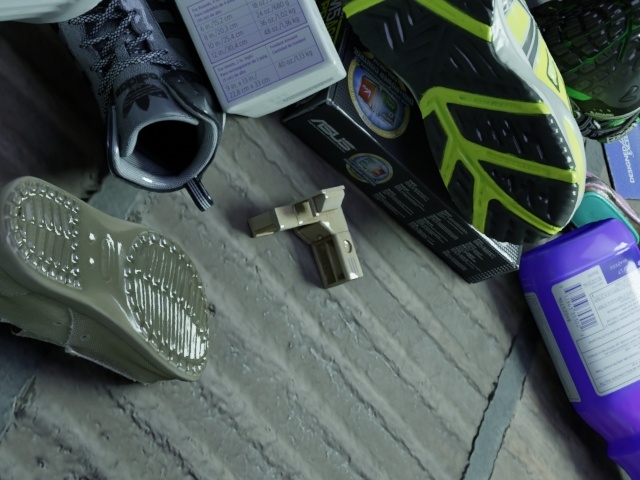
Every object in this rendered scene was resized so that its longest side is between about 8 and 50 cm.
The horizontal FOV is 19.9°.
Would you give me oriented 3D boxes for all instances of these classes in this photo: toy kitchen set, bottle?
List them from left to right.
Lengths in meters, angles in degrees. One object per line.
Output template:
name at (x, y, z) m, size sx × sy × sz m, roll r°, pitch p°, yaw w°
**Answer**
toy kitchen set at (0.000, 0.000, 1.514) m, size 0.083 × 0.068 × 0.075 m, roll -13°, pitch 83°, yaw -50°
bottle at (0.291, 0.124, 1.752) m, size 0.118 × 0.092 × 0.283 m, roll -25°, pitch 92°, yaw -16°

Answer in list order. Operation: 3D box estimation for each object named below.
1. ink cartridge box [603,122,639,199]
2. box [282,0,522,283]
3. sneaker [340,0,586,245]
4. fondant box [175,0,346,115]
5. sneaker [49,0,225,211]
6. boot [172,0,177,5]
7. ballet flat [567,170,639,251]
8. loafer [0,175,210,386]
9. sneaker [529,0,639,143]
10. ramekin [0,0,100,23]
ink cartridge box at (0.412, -0.189, 2.062) m, size 0.307 × 0.072 × 0.304 m, roll 4°, pitch 71°, yaw -49°
box at (0.096, -0.122, 1.683) m, size 0.270 × 0.060 × 0.216 m, roll 40°, pitch 47°, yaw -30°
sneaker at (0.121, -0.181, 1.612) m, size 0.385 × 0.145 × 0.147 m, roll 70°, pitch 19°, yaw -2°
fondant box at (-0.088, -0.264, 1.426) m, size 0.238 × 0.096 × 0.330 m, roll -53°, pitch 118°, yaw -86°
sneaker at (-0.143, -0.142, 1.329) m, size 0.269 × 0.101 × 0.153 m, roll 58°, pitch 7°, yaw -31°
boot at (-0.149, -0.171, 1.455) m, size 0.106 × 0.037 × 0.114 m, roll 16°, pitch 66°, yaw -41°
ballet flat at (0.318, 0.000, 1.876) m, size 0.221 × 0.077 × 0.079 m, roll 44°, pitch 26°, yaw -26°
loafer at (-0.171, 0.032, 1.298) m, size 0.268 × 0.092 × 0.102 m, roll 41°, pitch 46°, yaw -51°
sneaker at (0.285, -0.165, 1.774) m, size 0.343 × 0.134 × 0.146 m, roll -75°, pitch 140°, yaw -76°
ramekin at (-0.251, -0.271, 1.207) m, size 0.135 × 0.277 × 0.277 m, roll -19°, pitch 88°, yaw -43°
